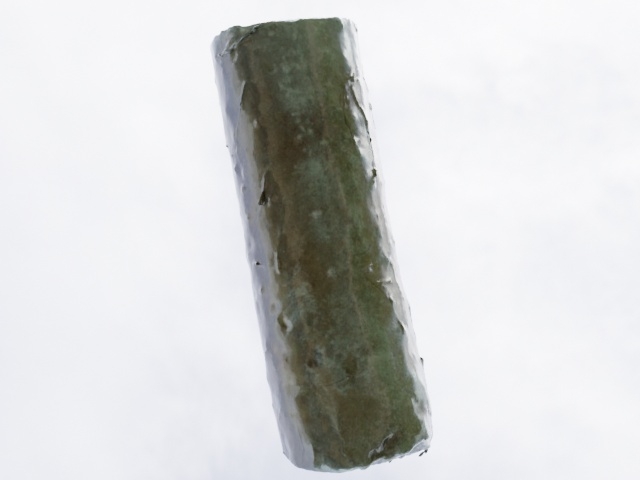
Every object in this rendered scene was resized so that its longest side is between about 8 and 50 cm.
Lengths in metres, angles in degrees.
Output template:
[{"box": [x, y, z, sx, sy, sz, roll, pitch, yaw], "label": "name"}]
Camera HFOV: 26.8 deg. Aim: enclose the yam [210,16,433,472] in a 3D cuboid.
[{"box": [0.000, 0.000, 0.746, 0.093, 0.093, 0.259, -9, -102, -8], "label": "yam"}]
